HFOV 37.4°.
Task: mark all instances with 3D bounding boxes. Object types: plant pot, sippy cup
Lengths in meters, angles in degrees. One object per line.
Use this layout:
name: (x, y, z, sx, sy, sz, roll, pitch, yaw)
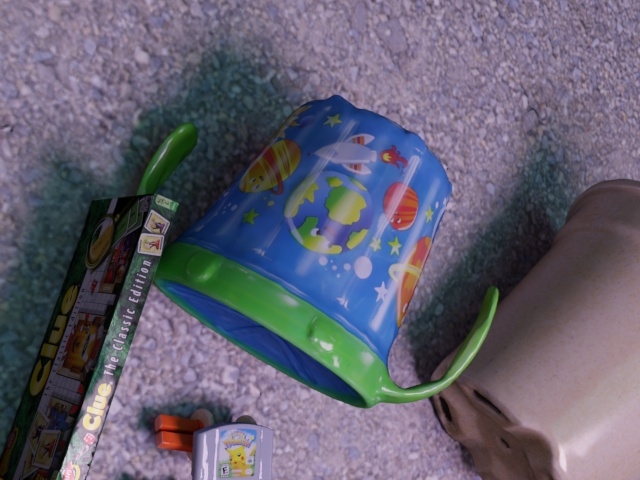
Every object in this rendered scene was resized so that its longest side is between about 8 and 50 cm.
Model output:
plant pot: (0.307, 0.150, 1.082, 0.305, 0.334, 0.333, -35, 110, -18)
sippy cup: (0.000, 0.000, 0.866, 0.305, 0.240, 0.224, 38, 74, -26)

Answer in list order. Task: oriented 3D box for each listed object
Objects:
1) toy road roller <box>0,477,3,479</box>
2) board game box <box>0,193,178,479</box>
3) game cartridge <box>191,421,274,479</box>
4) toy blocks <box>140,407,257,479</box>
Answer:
toy road roller: (-0.286, 0.258, 0.667, 0.202, 0.241, 0.329, -50, 117, -25)
board game box: (-0.199, 0.087, 0.796, 0.030, 0.136, 0.259, 24, 76, -30)
game cartridge: (-0.081, 0.199, 0.888, 0.083, 0.017, 0.055, 5, 82, -34)
toy blocks: (-0.138, 0.218, 0.891, 0.148, 0.054, 0.123, 14, 83, -35)
